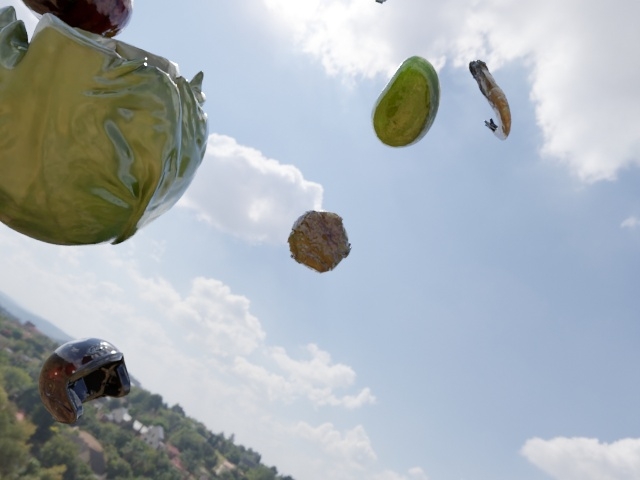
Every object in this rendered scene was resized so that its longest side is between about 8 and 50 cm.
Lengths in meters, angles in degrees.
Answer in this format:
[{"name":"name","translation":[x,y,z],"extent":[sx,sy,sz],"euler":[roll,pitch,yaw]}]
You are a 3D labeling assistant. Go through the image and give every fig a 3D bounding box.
[{"name":"fig","translation":[-0.426,-0.489,0.797],"extent":[0.186,0.250,0.203],"euler":[15,4,-37]}]

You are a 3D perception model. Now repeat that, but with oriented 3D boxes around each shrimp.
[{"name":"shrimp","translation":[0.426,-0.349,1.112],"extent":[0.046,0.219,0.152],"euler":[-22,-21,11]}]

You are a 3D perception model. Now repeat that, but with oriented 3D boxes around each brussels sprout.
[{"name":"brussels sprout","translation":[-0.393,-0.163,0.780],"extent":[0.342,0.361,0.425],"euler":[16,10,4]}]

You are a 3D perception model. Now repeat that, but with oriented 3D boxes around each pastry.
[{"name":"pastry","translation":[-0.003,0.001,1.028],"extent":[0.153,0.153,0.081],"euler":[35,-13,-1]}]

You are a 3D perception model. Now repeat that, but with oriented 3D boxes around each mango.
[{"name":"mango","translation":[0.263,-0.400,1.341],"extent":[0.185,0.149,0.273],"euler":[38,-55,4]}]

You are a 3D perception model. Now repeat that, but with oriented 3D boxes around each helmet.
[{"name":"helmet","translation":[-0.601,0.349,1.132],"extent":[0.193,0.216,0.189],"euler":[41,21,16]}]

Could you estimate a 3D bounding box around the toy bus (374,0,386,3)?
[{"name":"toy bus","translation":[0.150,-0.601,1.043],"extent":[0.038,0.083,0.046],"euler":[20,-12,6]}]
